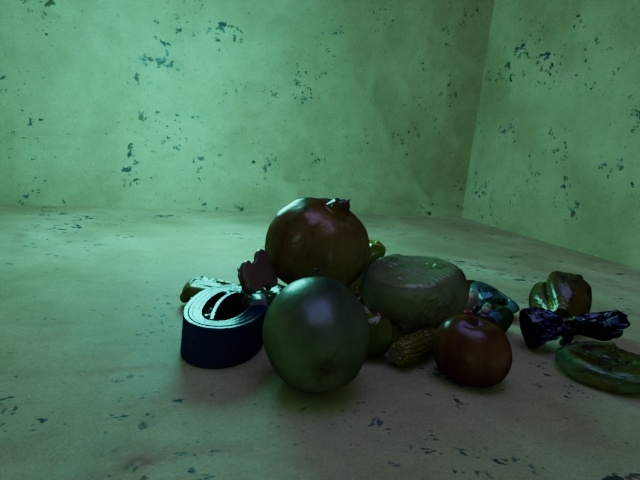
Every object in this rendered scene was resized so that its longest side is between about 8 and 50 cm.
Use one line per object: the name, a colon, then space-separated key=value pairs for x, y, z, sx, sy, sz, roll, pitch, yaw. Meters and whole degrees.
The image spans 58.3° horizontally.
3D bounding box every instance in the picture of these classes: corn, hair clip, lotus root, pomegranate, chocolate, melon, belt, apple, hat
corn: x=0.265 y=0.287 z=1.559 sx=0.080 sy=0.080 sz=0.238 roll=16 pitch=16 yaw=40
hair clip: x=-0.180 y=0.095 z=1.618 sx=0.102 sy=0.123 sz=0.138 roll=-22 pitch=4 yaw=-5
lotus root: x=0.798 y=0.221 z=1.933 sx=0.199 sy=0.188 sz=0.180 roll=13 pitch=27 yaw=24
pomegranate: x=0.000 y=0.000 z=1.763 sx=0.338 sy=0.338 sz=0.338 roll=6 pitch=11 yaw=-1
chocolate: x=0.781 y=0.265 z=1.767 sx=0.343 sy=0.148 sz=0.126 roll=0 pitch=29 yaw=-10
melon: x=-0.011 y=0.216 z=1.333 sx=0.271 sy=0.272 sz=0.308 roll=9 pitch=5 yaw=15
belt: x=-0.252 y=0.218 z=1.528 sx=0.212 sy=0.117 sz=0.347 roll=6 pitch=12 yaw=4
apple: x=0.387 y=0.275 z=1.467 sx=0.201 sy=0.162 sz=0.201 roll=5 pitch=10 yaw=-1
hat: x=0.616 y=0.227 z=2.060 sx=0.138 sy=0.078 sz=0.191 roll=-11 pitch=38 yaw=-33

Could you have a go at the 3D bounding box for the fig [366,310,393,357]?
fig: x=0.126 y=0.257 z=1.548 sx=0.153 sy=0.121 sz=0.136 roll=-17 pitch=-5 yaw=26

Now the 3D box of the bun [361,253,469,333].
bun: x=0.283 y=0.169 z=1.761 sx=0.326 sy=0.234 sz=0.362 roll=12 pitch=15 yaw=14

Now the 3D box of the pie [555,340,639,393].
pie: x=0.803 y=0.344 z=1.589 sx=0.302 sy=0.067 sz=0.302 roll=5 pitch=11 yaw=-1

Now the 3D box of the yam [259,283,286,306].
yam: x=-0.095 y=0.201 z=1.692 sx=0.131 sy=0.131 sz=0.279 roll=-3 pitch=14 yaw=-39

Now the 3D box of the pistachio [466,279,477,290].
pistachio: x=0.596 y=0.186 z=2.299 sx=0.089 sy=0.049 sz=0.173 roll=14 pitch=13 yaw=36

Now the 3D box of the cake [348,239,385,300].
cake: x=0.076 y=0.092 z=2.045 sx=0.286 sy=0.227 sz=0.222 roll=11 pitch=11 yaw=23

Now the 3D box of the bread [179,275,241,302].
bread: x=-0.326 y=0.175 z=1.799 sx=0.225 sy=0.081 sz=0.134 roll=12 pitch=18 yaw=18

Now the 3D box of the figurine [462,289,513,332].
figurine: x=0.490 y=0.234 z=1.870 sx=0.234 sy=0.127 sz=0.185 roll=28 pitch=30 yaw=37
